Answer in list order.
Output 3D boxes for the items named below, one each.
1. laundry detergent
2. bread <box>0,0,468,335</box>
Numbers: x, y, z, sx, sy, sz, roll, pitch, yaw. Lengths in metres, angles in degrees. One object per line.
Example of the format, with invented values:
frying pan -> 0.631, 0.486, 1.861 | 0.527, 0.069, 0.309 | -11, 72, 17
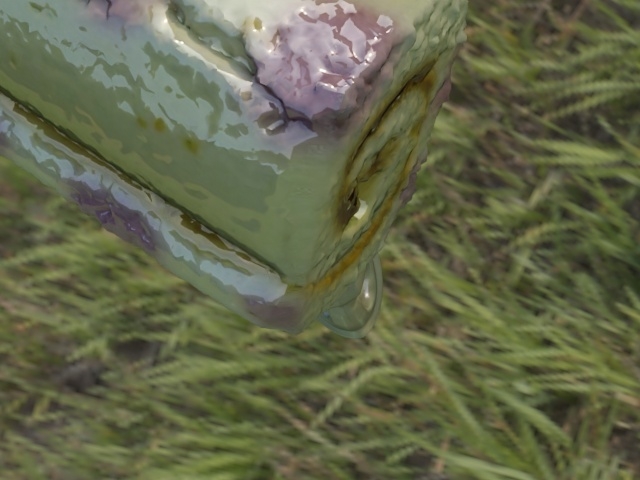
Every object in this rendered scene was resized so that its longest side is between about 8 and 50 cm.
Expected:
laundry detergent -> 0.000, 0.000, 1.615 | 0.091, 0.253, 0.181 | -25, 74, 2
bread -> -0.102, -0.123, 0.871 | 0.338, 0.155, 0.187 | 33, 141, 14
